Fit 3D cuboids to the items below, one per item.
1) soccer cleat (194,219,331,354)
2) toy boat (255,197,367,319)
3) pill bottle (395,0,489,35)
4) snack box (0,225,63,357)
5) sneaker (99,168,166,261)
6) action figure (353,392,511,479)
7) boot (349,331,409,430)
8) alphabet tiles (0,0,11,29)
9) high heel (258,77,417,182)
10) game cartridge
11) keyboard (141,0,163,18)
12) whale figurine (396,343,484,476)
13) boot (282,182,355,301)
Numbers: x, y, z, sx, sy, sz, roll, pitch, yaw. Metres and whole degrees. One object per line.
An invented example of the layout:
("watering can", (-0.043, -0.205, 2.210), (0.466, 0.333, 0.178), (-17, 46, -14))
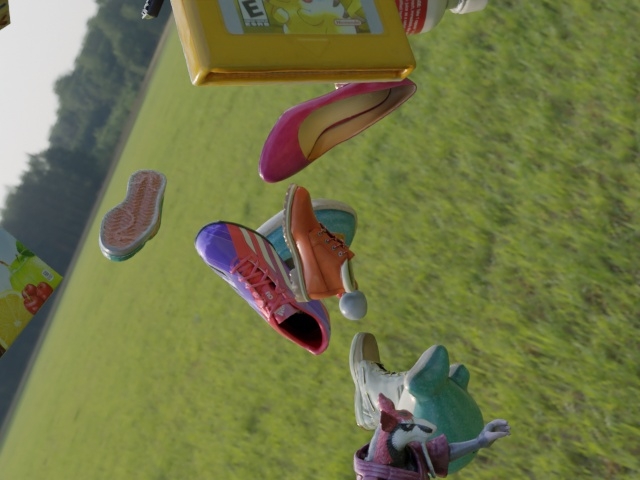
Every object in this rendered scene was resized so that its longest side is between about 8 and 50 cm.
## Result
("soccer cleat", (-0.094, 0.085, 1.618), (0.109, 0.318, 0.116), (-41, 26, 11))
("toy boat", (-0.001, 0.052, 1.924), (0.267, 0.318, 0.148), (-36, 45, 11))
("pill bottle", (0.087, -0.474, 1.615), (0.229, 0.408, 0.228), (171, 90, -83))
("snack box", (-0.355, 0.049, 0.804), (0.070, 0.174, 0.207), (-40, 15, 27))
("sneaker", (-0.391, -0.028, 1.915), (0.302, 0.108, 0.121), (-77, -1, -56))
("action figure", (0.123, 0.385, 1.263), (0.276, 0.370, 0.248), (-12, 9, 37))
("boot", (0.143, 0.283, 1.895), (0.165, 0.077, 0.213), (-24, 61, 43))
("alphabet tiles", (-0.729, -0.363, 1.704), (0.342, 0.011, 0.285), (-43, -1, -23))
("high heel", (0.024, -0.155, 1.239), (0.117, 0.082, 0.244), (17, 48, 43))
("game cartridge", (-0.052, -0.337, 1.073), (0.053, 0.285, 0.323), (-38, 64, 57))
("keyboard", (-0.226, -0.421, 1.361), (0.180, 0.023, 0.108), (-68, 24, 1))
("whale figurine", (0.210, 0.302, 1.565), (0.216, 0.141, 0.272), (-44, -35, -30))
("boot", (0.000, 0.000, 1.138), (0.059, 0.085, 0.157), (-57, -41, -63))
